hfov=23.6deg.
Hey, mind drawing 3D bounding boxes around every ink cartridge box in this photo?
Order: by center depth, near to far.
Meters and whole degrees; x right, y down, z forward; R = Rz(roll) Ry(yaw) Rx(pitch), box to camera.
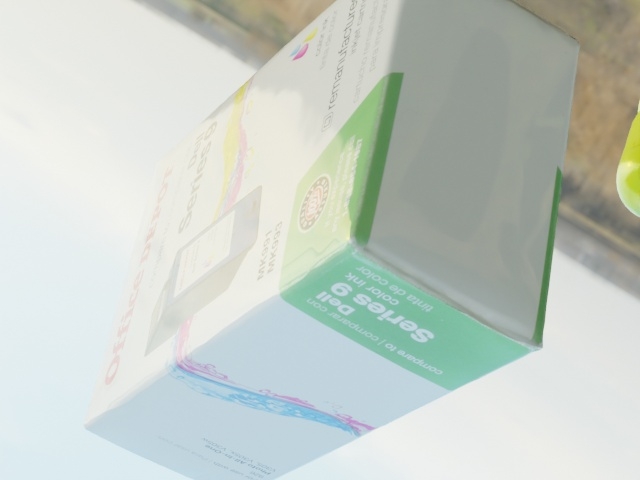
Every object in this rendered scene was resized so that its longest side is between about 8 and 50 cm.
[{"bbox_3d":[0.000,0.000,0.645,0.093,0.154,0.212,27,144,-21],"label":"ink cartridge box"}]

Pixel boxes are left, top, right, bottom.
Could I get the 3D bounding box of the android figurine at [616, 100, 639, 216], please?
[{"bbox_3d":[0.260,-0.006,0.715,0.248,0.273,0.056,21,139,9],"label":"android figurine"}]
